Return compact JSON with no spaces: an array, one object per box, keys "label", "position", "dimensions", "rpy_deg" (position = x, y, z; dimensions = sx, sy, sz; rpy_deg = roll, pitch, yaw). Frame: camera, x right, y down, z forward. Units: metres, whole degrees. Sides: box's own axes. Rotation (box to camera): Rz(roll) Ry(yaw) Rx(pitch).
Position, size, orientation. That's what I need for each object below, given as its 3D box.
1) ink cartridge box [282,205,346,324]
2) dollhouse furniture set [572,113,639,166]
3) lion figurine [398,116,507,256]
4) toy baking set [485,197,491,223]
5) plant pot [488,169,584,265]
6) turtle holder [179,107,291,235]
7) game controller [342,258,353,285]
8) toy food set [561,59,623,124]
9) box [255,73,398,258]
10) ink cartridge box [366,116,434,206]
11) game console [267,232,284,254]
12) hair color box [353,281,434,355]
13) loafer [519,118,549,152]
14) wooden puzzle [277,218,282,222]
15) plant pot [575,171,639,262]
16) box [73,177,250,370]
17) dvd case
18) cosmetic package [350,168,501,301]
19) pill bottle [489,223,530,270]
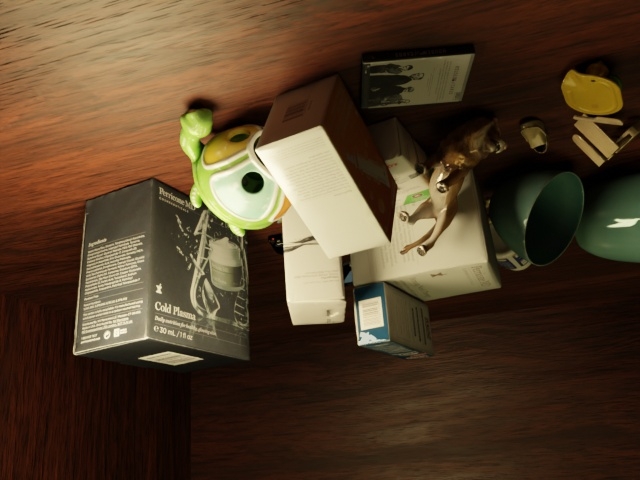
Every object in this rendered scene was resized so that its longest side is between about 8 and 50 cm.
[{"label":"ink cartridge box","position":[-0.022,0.028,1.863],"dimensions":[0.166,0.395,0.285],"rpy_deg":[-5,159,0]},{"label":"dollhouse furniture set","position":[0.765,-0.296,1.678],"dimensions":[0.151,0.123,0.144],"rpy_deg":[-36,166,-16]},{"label":"lion figurine","position":[0.331,-0.140,1.647],"dimensions":[0.240,0.142,0.392],"rpy_deg":[-36,157,-39]},{"label":"toy baking set","position":[0.603,-0.109,2.138],"dimensions":[0.256,0.030,0.197],"rpy_deg":[-15,157,26]},{"label":"plant pot","position":[0.633,-0.091,1.915],"dimensions":[0.290,0.290,0.195],"rpy_deg":[16,-172,-43]},{"label":"turtle holder","position":[-0.185,-0.190,1.537],"dimensions":[0.243,0.320,0.227],"rpy_deg":[-29,180,-40]},{"label":"game controller","position":[0.153,0.135,2.649],"dimensions":[0.166,0.067,0.319],"rpy_deg":[-1,160,-9]},{"label":"toy food set","position":[0.642,-0.354,1.461],"dimensions":[0.128,0.071,0.218],"rpy_deg":[12,168,32]},{"label":"box","position":[0.029,-0.162,1.437],"dimensions":[0.168,0.215,0.345],"rpy_deg":[-15,129,25]},{"label":"ink cartridge box","position":[0.169,-0.194,1.695],"dimensions":[0.211,0.122,0.289],"rpy_deg":[-14,157,24]},{"label":"game console","position":[0.000,0.000,2.298],"dimensions":[0.361,0.044,0.213],"rpy_deg":[-11,160,18]},{"label":"hair color box","position":[0.226,0.252,1.892],"dimensions":[0.105,0.174,0.347],"rpy_deg":[-15,156,27]},{"label":"loafer","position":[0.573,-0.276,1.661],"dimensions":[0.056,0.050,0.148],"rpy_deg":[-20,155,35]},{"label":"wooden puzzle","position":[-0.117,-0.072,2.129],"dimensions":[0.049,0.006,0.083],"rpy_deg":[11,155,-35]},{"label":"plant pot","position":[0.945,-0.067,1.984],"dimensions":[0.235,0.293,0.293],"rpy_deg":[-4,164,41]},{"label":"box","position":[-0.469,0.135,1.949],"dimensions":[0.297,0.472,0.480],"rpy_deg":[-16,156,25]},{"label":"dvd case","position":[0.209,-0.360,1.396],"dimensions":[0.238,0.030,0.179],"rpy_deg":[-5,159,0]},{"label":"cosmetic package","position":[0.315,-0.008,1.932],"dimensions":[0.393,0.327,0.329],"rpy_deg":[-12,158,19]},{"label":"pill bottle","position":[0.704,0.023,2.337],"dimensions":[0.153,0.153,0.264],"rpy_deg":[-15,157,26]}]
